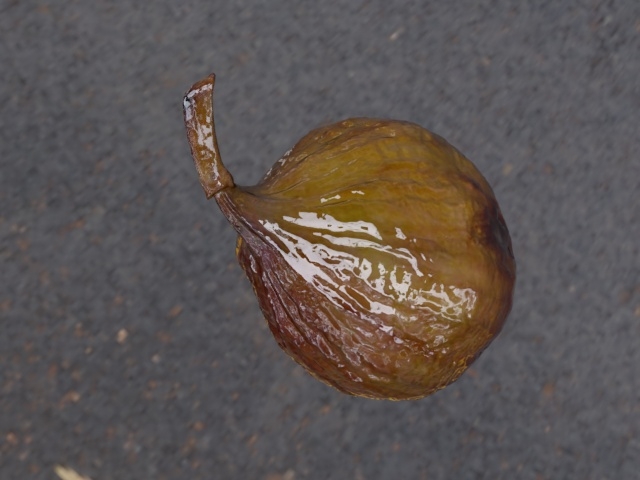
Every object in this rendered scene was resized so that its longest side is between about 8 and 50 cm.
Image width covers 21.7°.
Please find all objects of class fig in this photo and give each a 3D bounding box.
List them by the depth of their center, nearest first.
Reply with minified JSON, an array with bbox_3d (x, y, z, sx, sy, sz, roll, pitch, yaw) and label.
[{"bbox_3d":[0.000,0.000,0.799,0.146,0.201,0.134,44,107,37],"label":"fig"}]
